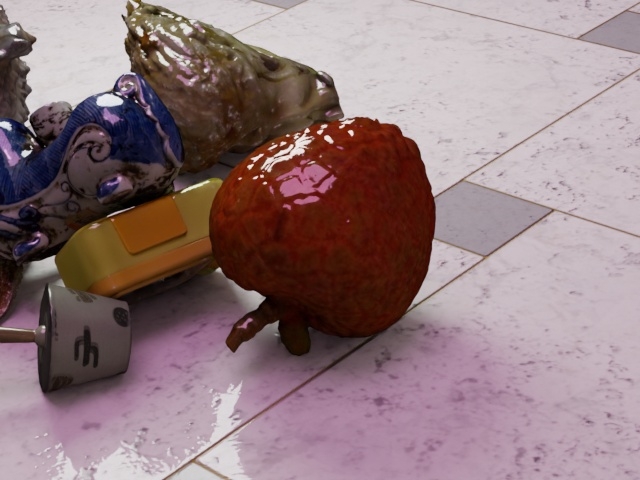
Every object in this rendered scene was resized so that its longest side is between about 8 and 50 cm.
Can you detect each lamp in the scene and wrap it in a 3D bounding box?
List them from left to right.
[{"bbox_3d":[-0.316,0.105,1.635,0.214,0.121,0.121,3,26,-19],"label":"lamp"}]

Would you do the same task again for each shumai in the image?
[{"bbox_3d":[-0.121,-0.234,2.124,0.283,0.217,0.346,-11,27,-10],"label":"shumai"}]

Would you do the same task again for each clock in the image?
[{"bbox_3d":[-0.197,0.011,1.769,0.202,0.096,0.143,-21,-5,-28],"label":"clock"}]

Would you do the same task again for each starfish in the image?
[{"bbox_3d":[-0.390,0.025,1.865,0.213,0.057,0.238,-15,29,-4],"label":"starfish"}]

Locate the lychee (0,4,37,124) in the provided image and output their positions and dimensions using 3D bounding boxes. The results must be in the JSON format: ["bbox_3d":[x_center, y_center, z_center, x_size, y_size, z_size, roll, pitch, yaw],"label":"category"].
[{"bbox_3d":[-0.576,-0.202,1.980,0.432,0.380,0.380,-16,28,8],"label":"lychee"}]

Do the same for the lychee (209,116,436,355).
[{"bbox_3d":[0.000,0.000,1.663,0.255,0.255,0.300,12,69,27],"label":"lychee"}]

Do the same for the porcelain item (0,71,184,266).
[{"bbox_3d":[-0.298,-0.092,1.782,0.288,0.186,0.138,-30,-12,24],"label":"porcelain item"}]
